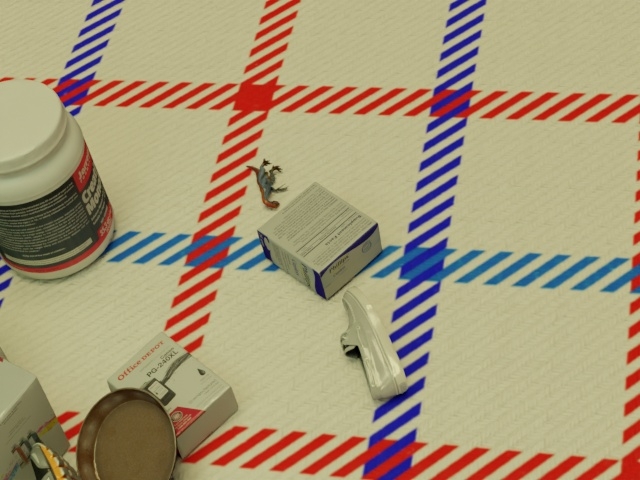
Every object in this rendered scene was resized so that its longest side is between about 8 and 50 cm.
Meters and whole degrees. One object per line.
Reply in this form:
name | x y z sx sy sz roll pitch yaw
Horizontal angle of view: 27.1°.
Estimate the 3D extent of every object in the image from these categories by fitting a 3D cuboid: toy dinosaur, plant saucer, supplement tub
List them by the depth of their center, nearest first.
plant saucer | -0.255 0.282 1.784 0.168 0.029 0.168 -8 74 29
supplement tub | -0.432 -0.089 2.005 0.191 0.272 0.191 -5 51 6
toy dinosaur | -0.084 -0.085 2.103 0.090 0.047 0.082 -14 50 44

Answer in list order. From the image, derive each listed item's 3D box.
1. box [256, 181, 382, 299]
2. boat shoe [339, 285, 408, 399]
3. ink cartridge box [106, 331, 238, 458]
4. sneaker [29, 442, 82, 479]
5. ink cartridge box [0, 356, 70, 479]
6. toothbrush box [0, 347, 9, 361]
box | 0.000 0.000 1.982 0.126 0.072 0.137 -41 54 -22
boat shoe | 0.061 0.145 1.863 0.063 0.066 0.184 -21 60 -8
ink cartridge box | -0.207 0.213 1.851 0.150 0.063 0.109 34 64 31
sneaker | -0.339 0.362 1.726 0.083 0.084 0.215 -29 65 1
ink cartridge box | -0.442 0.253 1.791 0.128 0.176 0.127 22 56 25
toothbrush box | -0.573 0.119 1.905 0.122 0.206 0.283 -39 55 -21
